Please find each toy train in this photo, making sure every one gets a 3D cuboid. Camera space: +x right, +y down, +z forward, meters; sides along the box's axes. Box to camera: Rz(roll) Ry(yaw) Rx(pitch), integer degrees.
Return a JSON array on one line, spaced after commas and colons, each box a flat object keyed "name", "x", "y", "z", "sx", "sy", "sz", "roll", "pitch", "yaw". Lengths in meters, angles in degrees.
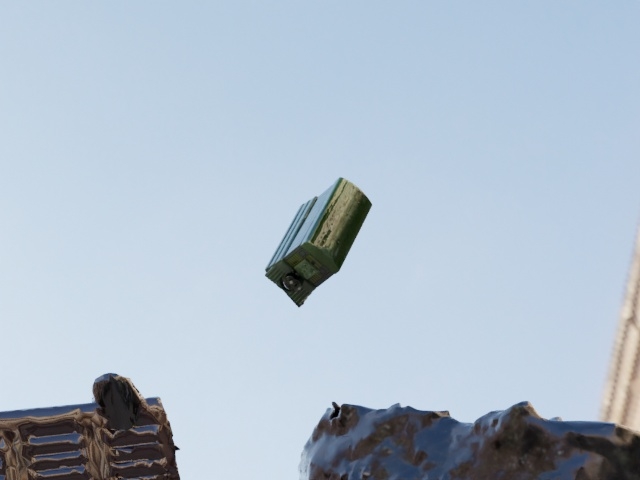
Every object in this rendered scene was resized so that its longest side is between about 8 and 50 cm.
[{"name": "toy train", "x": 0.000, "y": 0.000, "z": 1.099, "sx": 0.038, "sy": 0.093, "sz": 0.056, "roll": 42, "pitch": -48, "yaw": -12}]

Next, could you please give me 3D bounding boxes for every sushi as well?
[{"name": "sushi", "x": 0.082, "y": 0.153, "z": 0.776, "sx": 0.212, "sy": 0.115, "sz": 0.147, "roll": -1, "pitch": -28, "yaw": 37}]

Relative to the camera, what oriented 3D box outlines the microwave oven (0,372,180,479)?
[{"name": "microwave oven", "x": -0.174, "y": 0.200, "z": 0.787, "sx": 0.188, "sy": 0.178, "sz": 0.247, "roll": -1, "pitch": -30, "yaw": -22}]
